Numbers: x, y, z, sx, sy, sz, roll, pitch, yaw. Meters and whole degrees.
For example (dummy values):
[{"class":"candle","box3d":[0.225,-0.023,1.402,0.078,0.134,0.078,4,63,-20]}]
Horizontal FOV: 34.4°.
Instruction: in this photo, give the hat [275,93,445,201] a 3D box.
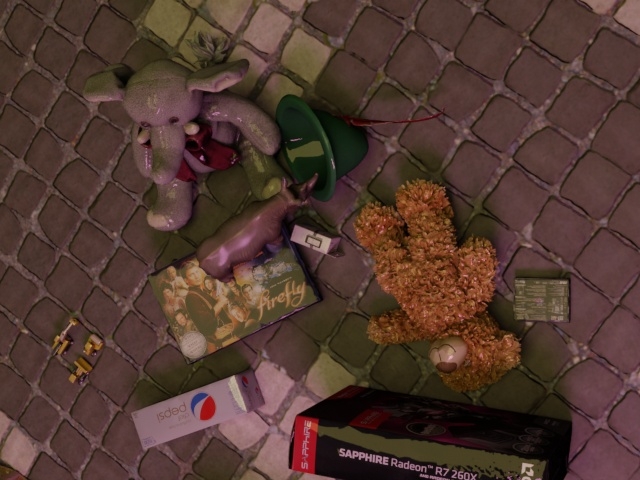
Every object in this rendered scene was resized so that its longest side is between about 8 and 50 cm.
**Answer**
[{"class":"hat","box3d":[0.057,-0.167,1.641,0.208,0.183,0.173,49,152,38]}]

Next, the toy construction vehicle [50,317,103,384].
[{"class":"toy construction vehicle","box3d":[-0.442,0.200,1.858,0.086,0.035,0.098,41,107,14]}]

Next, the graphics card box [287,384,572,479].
[{"class":"graphics card box","box3d":[0.167,0.301,1.520,0.371,0.233,0.094,8,96,22]}]

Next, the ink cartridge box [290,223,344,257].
[{"class":"ink cartridge box","box3d":[0.000,0.000,1.664,0.083,0.048,0.028,22,101,18]}]

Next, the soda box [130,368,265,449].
[{"class":"soda box","box3d":[-0.208,0.285,1.751,0.216,0.074,0.069,-21,86,21]}]

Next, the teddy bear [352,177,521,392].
[{"class":"teddy bear","box3d":[0.167,0.073,1.571,0.245,0.113,0.338,-10,89,24]}]

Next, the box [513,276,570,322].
[{"class":"box","box3d":[0.333,0.089,1.555,0.083,0.018,0.067,0,93,21]}]

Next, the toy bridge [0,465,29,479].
[{"class":"toy bridge","box3d":[-0.581,0.445,1.913,0.188,0.063,0.026,26,102,17]}]

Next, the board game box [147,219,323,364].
[{"class":"board game box","box3d":[-0.141,0.078,1.694,0.243,0.042,0.165,-27,83,5]}]

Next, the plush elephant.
[{"class":"plush elephant","box3d":[-0.216,-0.182,1.626,0.272,0.255,0.330,-5,91,22]}]

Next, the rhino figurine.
[{"class":"rhino figurine","box3d":[-0.094,-0.024,1.606,0.243,0.106,0.073,-39,77,11]}]

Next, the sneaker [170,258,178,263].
[{"class":"sneaker","box3d":[-0.196,0.046,1.750,0.119,0.047,0.057,19,94,12]}]
